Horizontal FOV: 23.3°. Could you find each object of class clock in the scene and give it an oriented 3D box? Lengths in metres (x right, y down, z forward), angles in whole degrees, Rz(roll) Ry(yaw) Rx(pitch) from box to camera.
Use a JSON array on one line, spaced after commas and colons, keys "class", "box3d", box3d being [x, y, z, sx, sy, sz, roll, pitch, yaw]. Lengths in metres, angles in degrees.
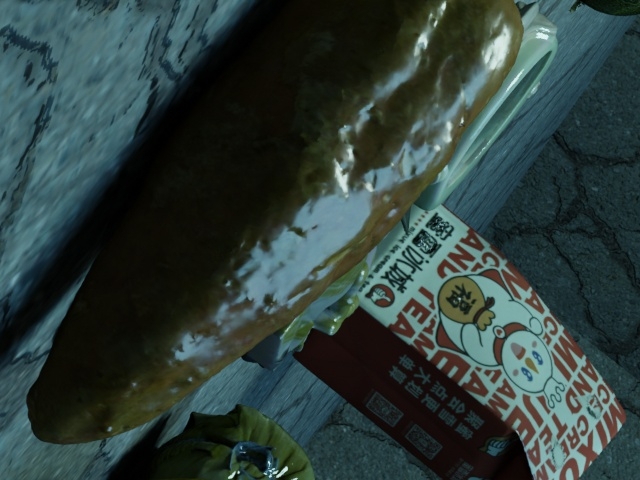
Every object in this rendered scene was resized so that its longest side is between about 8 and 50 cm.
[{"class": "clock", "box3d": [0.103, -0.103, 1.085, 0.151, 0.062, 0.191, -51, 172, -5]}]

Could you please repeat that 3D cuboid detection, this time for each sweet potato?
[{"class": "sweet potato", "box3d": [-0.023, -0.015, 0.615, 0.252, 0.097, 0.097, -48, 173, -2]}]

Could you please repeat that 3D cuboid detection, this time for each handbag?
[{"class": "handbag", "box3d": [0.143, 0.113, 1.451, 0.171, 0.298, 0.151, -47, 171, -37]}]

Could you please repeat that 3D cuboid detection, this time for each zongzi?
[{"class": "zongzi", "box3d": [-0.072, 0.192, 1.197, 0.251, 0.125, 0.274, -48, 178, 31]}]

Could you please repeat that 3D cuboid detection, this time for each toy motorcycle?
[{"class": "toy motorcycle", "box3d": [0.000, 0.000, 0.907, 0.152, 0.073, 0.225, -54, 173, -12]}]

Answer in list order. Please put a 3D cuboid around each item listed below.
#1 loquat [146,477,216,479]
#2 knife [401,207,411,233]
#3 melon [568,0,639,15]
[{"class": "loquat", "box3d": [-0.104, 0.300, 0.836, 0.359, 0.328, 0.328, 1, 134, -41]}, {"class": "knife", "box3d": [0.042, -0.067, 0.780, 0.245, 0.019, 0.072, 72, 22, -69]}, {"class": "melon", "box3d": [0.210, -0.213, 0.996, 0.167, 0.114, 0.114, -55, 172, 22]}]
